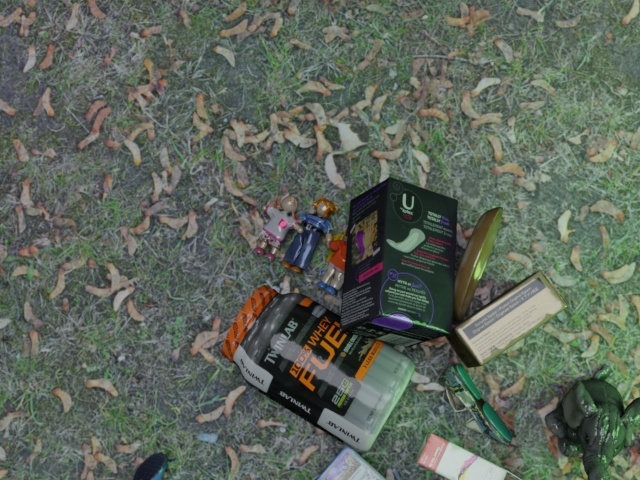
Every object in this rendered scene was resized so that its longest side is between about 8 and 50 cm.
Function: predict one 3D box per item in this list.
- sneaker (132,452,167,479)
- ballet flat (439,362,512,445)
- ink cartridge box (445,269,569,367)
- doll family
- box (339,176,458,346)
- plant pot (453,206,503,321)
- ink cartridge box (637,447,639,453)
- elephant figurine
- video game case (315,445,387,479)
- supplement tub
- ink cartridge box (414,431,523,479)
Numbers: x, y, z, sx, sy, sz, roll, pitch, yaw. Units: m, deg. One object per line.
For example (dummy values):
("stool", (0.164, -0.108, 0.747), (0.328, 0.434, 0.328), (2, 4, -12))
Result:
("sneaker", (-0.343, 0.493, 1.773), (0.053, 0.059, 0.144), (9, 61, 36))
("ballet flat", (0.301, 0.332, 1.757), (0.070, 0.070, 0.188), (-33, 77, -2))
("ink cartridge box", (0.344, 0.154, 1.690), (0.193, 0.235, 0.088), (-35, 80, -3))
("doll family", (0.000, 0.000, 1.820), (0.263, 0.118, 0.163), (28, 89, 26))
("box", (0.147, 0.044, 1.665), (0.165, 0.143, 0.270), (17, 66, -25))
("plant pot", (0.295, 0.042, 1.716), (0.032, 0.236, 0.236), (21, 82, 14))
("ink cartridge box", (0.757, 0.404, 1.713), (0.208, 0.045, 0.206), (-45, 80, -3))
("elephant figurine", (0.520, 0.339, 1.642), (0.169, 0.239, 0.186), (-23, 79, 0))
("video game case", (0.053, 0.577, 1.722), (0.244, 0.061, 0.269), (42, 85, 8))
("supplement tub", (-0.007, 0.238, 1.714), (0.338, 0.207, 0.207), (29, 83, 8))
("ink cartridge box", (0.283, 0.440, 1.703), (0.198, 0.115, 0.067), (25, 81, 9))
